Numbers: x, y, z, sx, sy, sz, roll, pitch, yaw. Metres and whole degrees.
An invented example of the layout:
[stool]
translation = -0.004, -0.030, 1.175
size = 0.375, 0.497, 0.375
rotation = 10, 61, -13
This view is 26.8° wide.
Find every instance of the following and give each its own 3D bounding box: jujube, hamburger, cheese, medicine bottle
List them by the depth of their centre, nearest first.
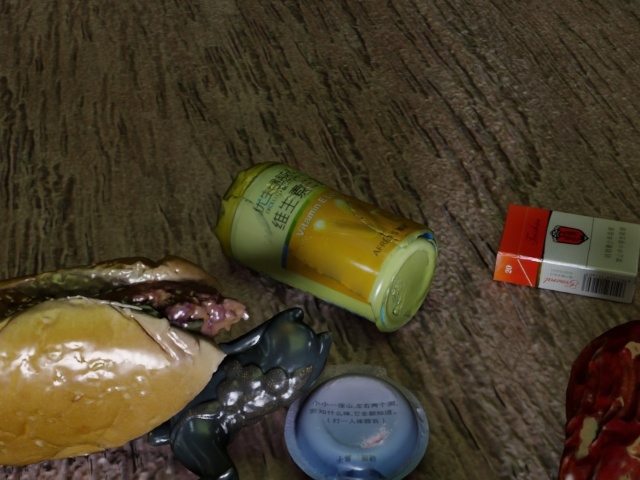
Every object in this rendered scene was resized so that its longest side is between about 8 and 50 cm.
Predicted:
[jujube]
translation = 0.286, 0.174, 1.193
size = 0.155, 0.155, 0.230
rotation = 13, 46, 14
[hamburger]
translation = -0.239, 0.103, 1.221
size = 0.245, 0.282, 0.155
rotation = 21, 43, -34
[cheese]
translation = 0.033, 0.197, 1.222
size = 0.135, 0.052, 0.245
rotation = -1, 39, 1
[medicine bottle]
translation = 0.000, 0.000, 1.433
size = 0.238, 0.124, 0.124
rotation = 25, 42, 25

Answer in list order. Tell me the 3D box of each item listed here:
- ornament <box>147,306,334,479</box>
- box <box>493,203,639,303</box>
[ornament]
translation = -0.047, 0.183, 1.172
size = 0.202, 0.080, 0.236
rotation = -32, 36, 0
[box]
translation = 0.275, 0.013, 1.493
size = 0.152, 0.048, 0.100
rotation = 8, 35, 11
